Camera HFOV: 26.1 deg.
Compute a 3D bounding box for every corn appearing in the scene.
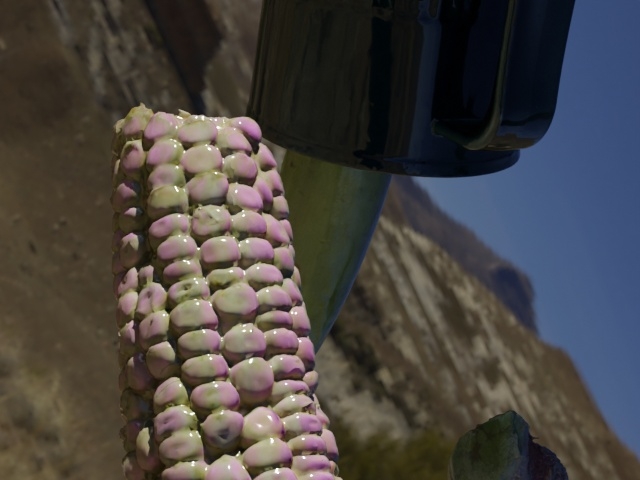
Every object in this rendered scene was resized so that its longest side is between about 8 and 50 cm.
[{"bbox_3d":[-0.053,0.088,0.732,0.126,0.127,0.335,62,16,-66],"label":"corn"}]

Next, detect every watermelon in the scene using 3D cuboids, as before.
[{"bbox_3d":[0.218,0.268,1.544,0.187,0.139,0.071,114,-18,-50],"label":"watermelon"}]

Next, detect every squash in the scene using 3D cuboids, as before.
[{"bbox_3d":[-0.003,-0.005,1.479,0.118,0.118,0.370,-112,-149,-53],"label":"squash"}]

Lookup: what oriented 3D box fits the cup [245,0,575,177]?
[{"bbox_3d":[0.071,-0.217,1.131,0.308,0.242,0.292,-81,179,-71],"label":"cup"}]
